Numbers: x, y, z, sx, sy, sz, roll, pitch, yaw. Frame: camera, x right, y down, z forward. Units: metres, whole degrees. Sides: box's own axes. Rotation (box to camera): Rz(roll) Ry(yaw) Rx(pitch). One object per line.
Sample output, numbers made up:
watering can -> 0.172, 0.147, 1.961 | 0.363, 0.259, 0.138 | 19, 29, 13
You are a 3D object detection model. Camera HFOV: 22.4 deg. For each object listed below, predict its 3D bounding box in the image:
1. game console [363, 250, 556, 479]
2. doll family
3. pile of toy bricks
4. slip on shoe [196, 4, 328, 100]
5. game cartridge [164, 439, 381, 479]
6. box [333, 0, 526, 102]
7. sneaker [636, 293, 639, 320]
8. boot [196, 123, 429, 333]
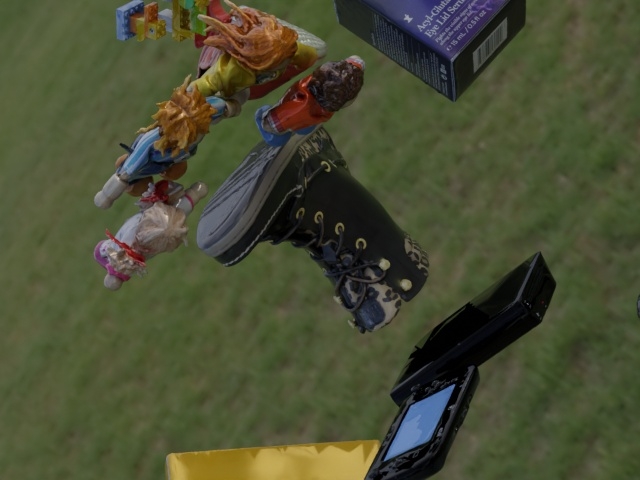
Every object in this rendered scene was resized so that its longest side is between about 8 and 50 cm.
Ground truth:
game console -> 0.143, 0.154, 1.762 | 0.213, 0.044, 0.361 | -40, 9, 32
doll family -> -0.085, -0.084, 1.157 | 0.263, 0.118, 0.163 | -42, 5, -19
pile of toy bricks -> -0.130, -0.265, 1.504 | 0.118, 0.105, 0.212 | -37, -41, -46
slip on shoe -> -0.078, -0.216, 1.942 | 0.101, 0.123, 0.331 | -68, 18, -3
game cartridge -> -0.037, 0.401, 2.003 | 0.053, 0.285, 0.324 | 102, 163, -51
box -> 0.139, -0.305, 2.076 | 0.153, 0.207, 0.108 | -48, -21, -15
sneaker -> 0.326, 0.159, 1.448 | 0.132, 0.229, 0.086 | -32, -4, -21
boot -> 0.000, 0.000, 2.120 | 0.138, 0.284, 0.377 | -36, 11, 24
